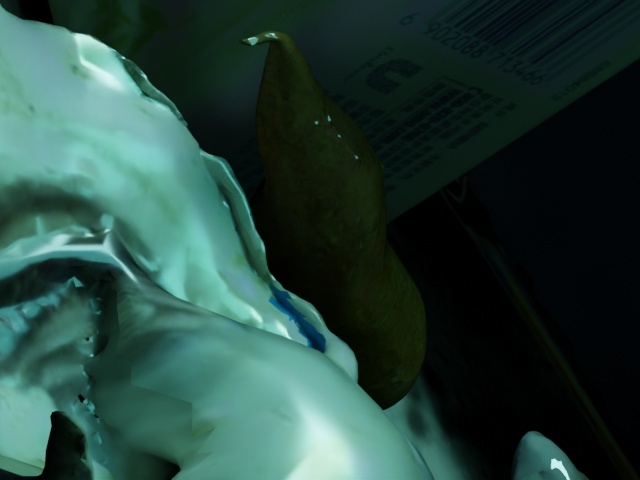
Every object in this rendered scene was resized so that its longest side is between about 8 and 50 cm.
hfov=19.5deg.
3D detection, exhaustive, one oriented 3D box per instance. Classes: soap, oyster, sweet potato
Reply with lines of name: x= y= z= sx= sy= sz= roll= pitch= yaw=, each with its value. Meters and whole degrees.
soap: x=0.009 y=-0.122 z=0.615 sx=0.138 sy=0.199 sz=0.182 roll=16 pitch=47 yaw=-51
oyster: x=-0.058 y=0.029 z=0.463 sx=0.214 sy=0.083 sz=0.223 roll=33 pitch=30 yaw=-49
sweet potato: x=0.000 y=0.000 z=0.578 sx=0.195 sy=0.056 sz=0.056 roll=76 pitch=2 yaw=-55

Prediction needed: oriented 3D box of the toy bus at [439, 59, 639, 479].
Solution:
toy bus: x=0.175 y=0.029 z=0.741 sx=0.386 sy=0.171 sz=0.162 roll=59 pitch=3 yaw=8

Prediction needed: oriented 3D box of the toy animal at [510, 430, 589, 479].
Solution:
toy animal: x=0.144 y=0.208 z=0.593 sx=0.302 sy=0.225 sz=0.284 roll=-108 pitch=174 yaw=-50
